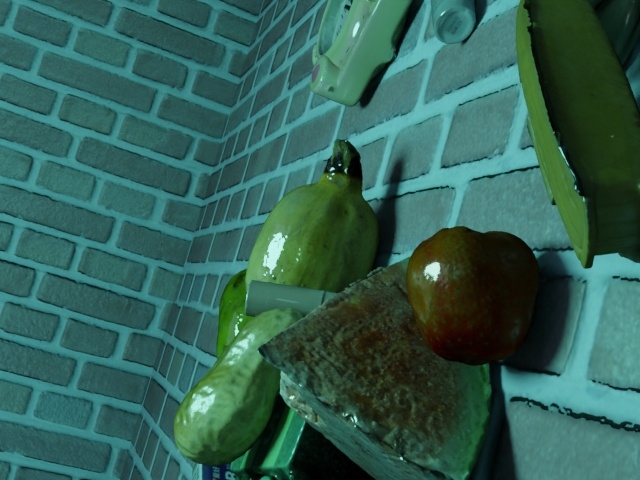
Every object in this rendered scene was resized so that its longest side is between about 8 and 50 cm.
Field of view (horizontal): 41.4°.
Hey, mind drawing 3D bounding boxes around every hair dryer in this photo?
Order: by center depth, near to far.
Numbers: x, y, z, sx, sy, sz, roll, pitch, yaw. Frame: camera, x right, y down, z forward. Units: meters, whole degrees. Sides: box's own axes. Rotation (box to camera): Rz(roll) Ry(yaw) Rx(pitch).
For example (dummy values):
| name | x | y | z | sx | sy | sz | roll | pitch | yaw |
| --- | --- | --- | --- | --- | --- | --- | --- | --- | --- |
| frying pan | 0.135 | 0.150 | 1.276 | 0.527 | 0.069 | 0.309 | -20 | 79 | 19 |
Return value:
| name | x | y | z | sx | sy | sz | roll | pitch | yaw |
| --- | --- | --- | --- | --- | --- | --- | --- | --- | --- |
| hair dryer | -0.019 | 0.165 | 1.219 | 0.054 | 0.195 | 0.220 | -78 | -2 | -59 |

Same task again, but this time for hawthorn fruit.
| name | x | y | z | sx | sy | sz | roll | pitch | yaw |
| --- | --- | --- | --- | --- | --- | --- | --- | --- | --- |
| hawthorn fruit | 0.149 | 0.058 | 0.846 | 0.133 | 0.132 | 0.138 | 131 | 143 | -53 |

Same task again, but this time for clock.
| name | x | y | z | sx | sy | sz | roll | pitch | yaw |
| --- | --- | --- | --- | --- | --- | --- | --- | --- | --- |
| clock | 0.075 | -0.430 | 1.597 | 0.309 | 0.114 | 0.284 | -94 | 26 | -53 |

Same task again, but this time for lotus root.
| name | x | y | z | sx | sy | sz | roll | pitch | yaw |
| --- | --- | --- | --- | --- | --- | --- | --- | --- | --- |
| lotus root | 0.000 | 0.000 | 1.284 | 0.310 | 0.182 | 0.183 | -67 | 17 | 0 |

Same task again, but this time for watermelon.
| name | x | y | z | sx | sy | sz | roll | pitch | yaw |
| --- | --- | --- | --- | --- | --- | --- | --- | --- | --- |
| watermelon | 0.064 | 0.145 | 0.907 | 0.193 | 0.231 | 0.310 | 76 | -177 | -57 |

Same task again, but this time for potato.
| name | x | y | z | sx | sy | sz | roll | pitch | yaw |
| --- | --- | --- | --- | --- | --- | --- | --- | --- | --- |
| potato | -0.114 | 0.172 | 1.536 | 0.186 | 0.148 | 0.253 | 109 | 165 | -72 |

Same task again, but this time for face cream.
| name | x | y | z | sx | sy | sz | roll | pitch | yaw |
| --- | --- | --- | --- | --- | --- | --- | --- | --- | --- |
| face cream | 0.196 | -0.377 | 1.261 | 0.084 | 0.057 | 0.198 | 127 | 156 | -46 |

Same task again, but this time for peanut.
| name | x | y | z | sx | sy | sz | roll | pitch | yaw |
| --- | --- | --- | --- | --- | --- | --- | --- | --- | --- |
| peanut | -0.095 | 0.188 | 1.103 | 0.236 | 0.110 | 0.120 | -52 | -12 | -12 |

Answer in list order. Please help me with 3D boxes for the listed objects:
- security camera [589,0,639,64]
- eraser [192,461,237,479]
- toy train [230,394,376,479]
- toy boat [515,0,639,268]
| name | x | y | z | sx | sy | sz | roll | pitch | yaw |
| --- | --- | --- | --- | --- | --- | --- | --- | --- | --- |
| security camera | 0.293 | -0.268 | 0.822 | 0.301 | 0.080 | 0.157 | 122 | 158 | -47 |
| eraser | -0.155 | 0.416 | 1.443 | 0.210 | 0.124 | 0.068 | -103 | 36 | -59 |
| toy train | -0.025 | 0.318 | 1.104 | 0.299 | 0.167 | 0.238 | -32 | 33 | 63 |
| toy boat | 0.232 | -0.112 | 0.766 | 0.121 | 0.089 | 0.321 | 71 | -169 | -54 |
